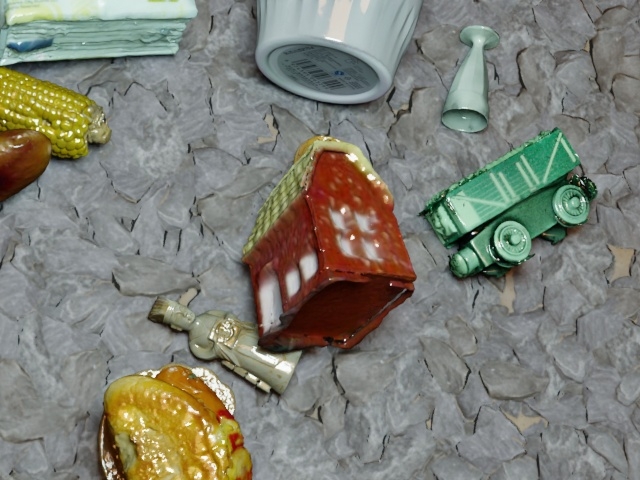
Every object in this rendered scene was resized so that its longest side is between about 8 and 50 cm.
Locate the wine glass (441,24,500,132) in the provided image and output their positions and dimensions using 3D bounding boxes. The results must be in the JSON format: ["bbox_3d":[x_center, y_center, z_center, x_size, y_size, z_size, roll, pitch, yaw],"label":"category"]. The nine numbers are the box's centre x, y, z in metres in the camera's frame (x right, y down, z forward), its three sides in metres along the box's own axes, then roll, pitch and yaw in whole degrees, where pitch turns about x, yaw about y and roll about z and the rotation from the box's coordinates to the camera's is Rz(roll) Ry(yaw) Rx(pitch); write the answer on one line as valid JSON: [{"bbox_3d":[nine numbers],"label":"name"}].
[{"bbox_3d":[0.234,-0.247,1.920,0.073,0.073,0.155,18,66,-7],"label":"wine glass"}]

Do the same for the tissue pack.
[{"bbox_3d":[-0.359,-0.449,1.776,0.287,0.162,0.388,-8,71,-30],"label":"tissue pack"}]

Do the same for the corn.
[{"bbox_3d":[-0.416,-0.185,1.732,0.262,0.097,0.097,19,69,-5],"label":"corn"}]

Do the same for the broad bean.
[{"bbox_3d":[-0.436,-0.099,1.681,0.165,0.114,0.084,-27,83,21],"label":"broad bean"}]

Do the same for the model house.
[{"bbox_3d":[0.000,0.000,1.697,0.160,0.196,0.254,9,55,-29],"label":"model house"}]

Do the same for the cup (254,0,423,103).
[{"bbox_3d":[0.042,-0.406,1.833,0.253,0.253,0.371,14,72,-8],"label":"cup"}]

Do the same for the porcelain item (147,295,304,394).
[{"bbox_3d":[-0.132,0.132,1.715,0.213,0.054,0.084,26,66,-3],"label":"porcelain item"}]

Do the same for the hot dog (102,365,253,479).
[{"bbox_3d":[-0.166,0.276,1.565,0.153,0.150,0.256,-19,81,-9],"label":"hot dog"}]

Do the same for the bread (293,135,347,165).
[{"bbox_3d":[0.010,-0.103,1.842,0.110,0.024,0.110,4,70,-11],"label":"bread"}]

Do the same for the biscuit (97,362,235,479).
[{"bbox_3d":[-0.203,0.267,1.654,0.181,0.049,0.208,2,75,-13],"label":"biscuit"}]

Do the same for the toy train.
[{"bbox_3d":[0.286,-0.050,1.841,0.269,0.115,0.154,-30,86,-19],"label":"toy train"}]
